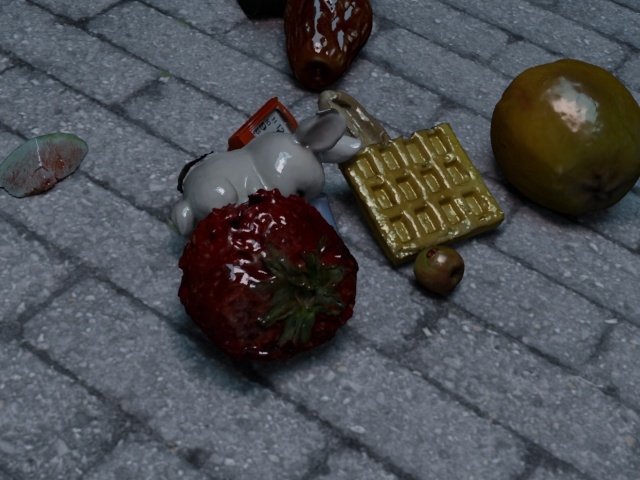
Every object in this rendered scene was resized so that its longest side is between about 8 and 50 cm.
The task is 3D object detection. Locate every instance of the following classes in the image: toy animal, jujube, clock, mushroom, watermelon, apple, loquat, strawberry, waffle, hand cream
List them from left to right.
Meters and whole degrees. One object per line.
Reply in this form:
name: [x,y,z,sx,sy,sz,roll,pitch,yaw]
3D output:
watermelon: [-0.485,-0.143,1.598,0.094,0.081,0.180,45,57,-2]
strawberry: [-0.092,0.051,1.375,0.274,0.274,0.220,-24,18,-29]
toy animal: [-0.091,-0.107,1.508,0.325,0.208,0.154,-40,73,4]
clock: [-0.100,-0.181,1.672,0.113,0.061,0.155,56,46,-18]
hand cream: [0.000,0.000,1.549,0.088,0.055,0.256,-10,42,-11]
jujube: [0.011,-0.438,1.882,0.190,0.190,0.255,9,55,-1]
mushroom: [0.076,-0.203,1.732,0.094,0.072,0.210,-27,67,-34]
waffle: [0.179,-0.086,1.616,0.248,0.055,0.221,-19,70,-24]
apple: [0.198,0.046,1.511,0.084,0.084,0.071,-28,40,-31]
loquat: [0.460,-0.195,1.672,0.276,0.276,0.284,-10,52,-19]

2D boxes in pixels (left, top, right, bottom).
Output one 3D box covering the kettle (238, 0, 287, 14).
kettle: [-0.022,-0.604,2.006,0.308,0.203,0.262,-16,36,-20]
